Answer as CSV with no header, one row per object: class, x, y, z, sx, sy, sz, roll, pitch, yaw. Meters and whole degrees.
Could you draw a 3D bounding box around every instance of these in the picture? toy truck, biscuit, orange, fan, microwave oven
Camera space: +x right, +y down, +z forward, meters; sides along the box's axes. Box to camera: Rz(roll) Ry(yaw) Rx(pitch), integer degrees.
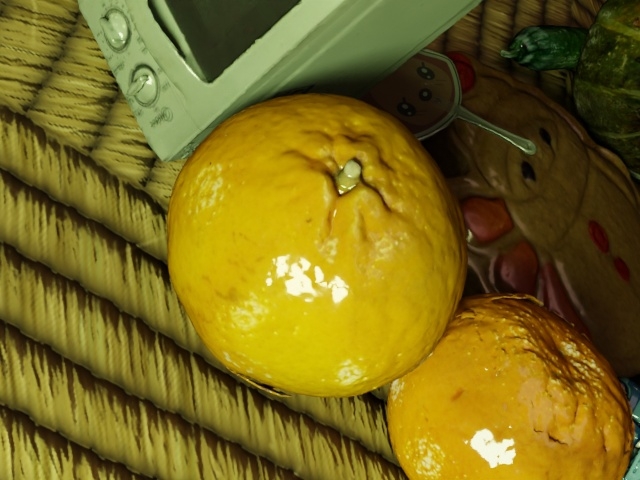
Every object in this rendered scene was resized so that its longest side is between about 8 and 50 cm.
toy truck,0.264,0.194,0.914,0.074,0.063,0.136,30,82,16
biscuit,0.224,-0.029,1.021,0.381,0.074,0.359,52,40,-10
orange,0.000,0.002,0.705,0.219,0.193,0.219,7,77,-31
orange,0.142,0.138,0.770,0.193,0.161,0.193,24,40,-22
fan,0.106,-0.133,0.945,0.220,0.009,0.132,27,54,3
microwave oven,-0.008,-0.217,0.742,0.237,0.295,0.181,-22,81,-47

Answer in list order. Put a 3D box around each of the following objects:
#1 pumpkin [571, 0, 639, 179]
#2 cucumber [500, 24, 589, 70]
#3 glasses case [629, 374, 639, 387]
pumpkin,0.413,-0.203,1.180,0.260,0.260,0.189,21,11,-33
cucumber,0.286,-0.234,1.205,0.250,0.056,0.056,-11,74,-49
glasses case,0.354,0.141,1.027,0.190,0.072,0.042,-40,102,-48
